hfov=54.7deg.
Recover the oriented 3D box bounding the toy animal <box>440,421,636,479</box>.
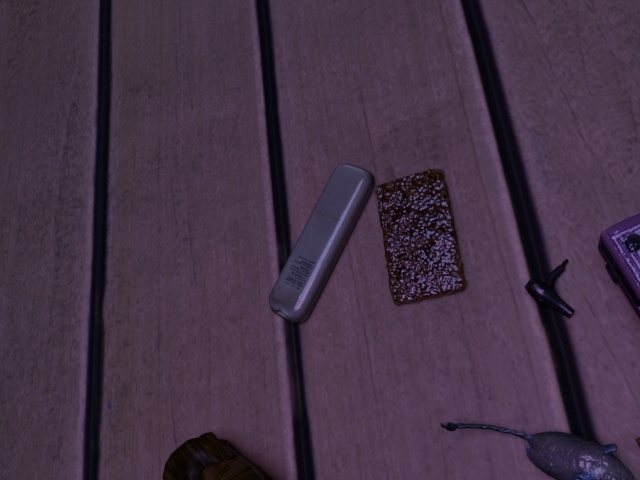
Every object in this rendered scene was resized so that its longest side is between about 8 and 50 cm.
[{"bbox_3d":[0.299,0.285,0.854,0.253,0.079,0.070,15,57,27],"label":"toy animal"}]

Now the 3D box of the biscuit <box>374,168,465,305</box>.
[{"bbox_3d":[0.166,-0.011,1.054,0.131,0.025,0.230,-15,66,19],"label":"biscuit"}]

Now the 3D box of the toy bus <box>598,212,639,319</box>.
[{"bbox_3d":[0.466,0.062,0.840,0.096,0.108,0.198,-27,63,14],"label":"toy bus"}]

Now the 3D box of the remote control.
[{"bbox_3d":[0.000,0.000,1.119,0.090,0.038,0.309,22,81,31],"label":"remote control"}]

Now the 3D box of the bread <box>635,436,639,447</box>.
[{"bbox_3d":[0.474,0.260,0.795,0.110,0.060,0.066,-31,75,9],"label":"bread"}]

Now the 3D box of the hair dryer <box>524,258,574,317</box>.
[{"bbox_3d":[0.363,0.067,0.938,0.079,0.031,0.083,36,81,20],"label":"hair dryer"}]

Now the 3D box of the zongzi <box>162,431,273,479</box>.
[{"bbox_3d":[-0.159,0.386,0.908,0.286,0.288,0.134,31,81,30],"label":"zongzi"}]
